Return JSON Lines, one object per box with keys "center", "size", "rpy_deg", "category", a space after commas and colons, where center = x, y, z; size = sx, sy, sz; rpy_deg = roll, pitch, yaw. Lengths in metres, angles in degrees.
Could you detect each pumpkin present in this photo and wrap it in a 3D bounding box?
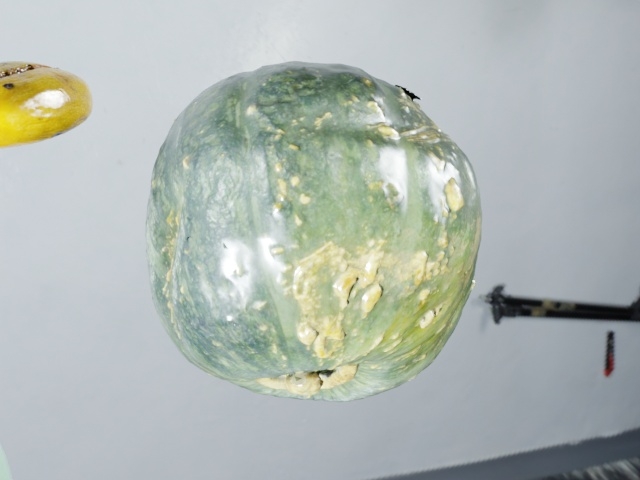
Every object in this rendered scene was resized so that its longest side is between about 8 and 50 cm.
{"center": [0.000, 0.000, 0.657], "size": [0.291, 0.258, 0.328], "rpy_deg": [-3, 159, -3], "category": "pumpkin"}

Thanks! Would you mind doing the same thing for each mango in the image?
{"center": [-0.481, -0.232, 1.243], "size": [0.177, 0.295, 0.120], "rpy_deg": [13, 118, 14], "category": "mango"}

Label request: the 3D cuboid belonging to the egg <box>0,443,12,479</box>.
{"center": [-0.508, 0.345, 0.892], "size": [0.276, 0.276, 0.389], "rpy_deg": [2, 118, -24], "category": "egg"}
